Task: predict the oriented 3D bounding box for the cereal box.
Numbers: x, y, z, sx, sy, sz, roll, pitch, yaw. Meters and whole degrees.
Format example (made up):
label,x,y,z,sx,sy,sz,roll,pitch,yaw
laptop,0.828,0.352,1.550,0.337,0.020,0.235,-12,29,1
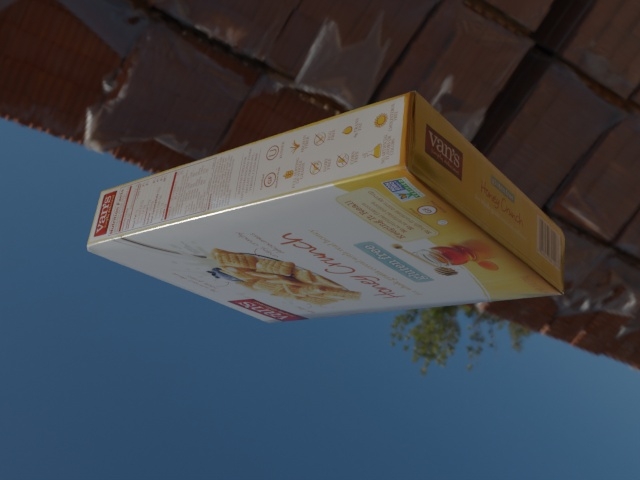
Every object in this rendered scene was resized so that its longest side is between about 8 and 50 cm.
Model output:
label,x,y,z,sx,sy,sz,roll,pitch,yaw
cereal box,0.000,0.000,0.446,0.173,0.240,0.047,29,-121,-43
